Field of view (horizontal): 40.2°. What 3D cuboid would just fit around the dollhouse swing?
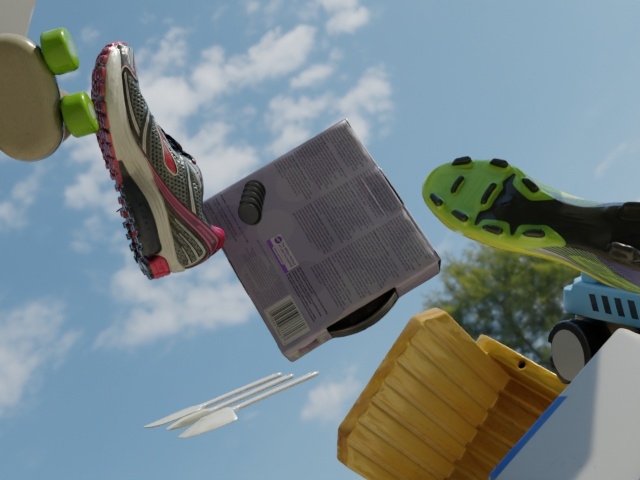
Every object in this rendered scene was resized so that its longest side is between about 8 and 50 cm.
[{"bbox_3d":[0.255,0.332,1.414,0.347,0.315,0.305,-54,-34,-10],"label":"dollhouse swing"}]

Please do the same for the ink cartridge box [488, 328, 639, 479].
[{"bbox_3d":[0.212,0.186,0.587,0.148,0.086,0.203,-42,-52,-21],"label":"ink cartridge box"}]

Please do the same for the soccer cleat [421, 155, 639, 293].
[{"bbox_3d":[0.237,-0.006,0.883,0.093,0.289,0.121,-63,-28,-18],"label":"soccer cleat"}]

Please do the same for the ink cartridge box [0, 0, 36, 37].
[{"bbox_3d":[-0.604,-0.357,1.365,0.232,0.168,0.171,4,-17,13],"label":"ink cartridge box"}]

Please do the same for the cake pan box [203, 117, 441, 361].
[{"bbox_3d":[0.000,0.000,1.199,0.245,0.267,0.070,-33,-20,-1],"label":"cake pan box"}]

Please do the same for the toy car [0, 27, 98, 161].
[{"bbox_3d":[-0.351,-0.172,1.077,0.155,0.149,0.188,-16,7,0],"label":"toy car"}]

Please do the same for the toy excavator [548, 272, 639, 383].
[{"bbox_3d":[0.519,0.005,1.240,0.222,0.446,0.433,-6,5,-21],"label":"toy excavator"}]

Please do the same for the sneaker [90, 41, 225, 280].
[{"bbox_3d":[-0.216,-0.105,1.111,0.112,0.299,0.121,-18,6,-20],"label":"sneaker"}]

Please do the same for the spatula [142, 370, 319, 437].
[{"bbox_3d":[-0.126,0.243,1.306,0.242,0.019,0.168,-17,0,-33],"label":"spatula"}]
